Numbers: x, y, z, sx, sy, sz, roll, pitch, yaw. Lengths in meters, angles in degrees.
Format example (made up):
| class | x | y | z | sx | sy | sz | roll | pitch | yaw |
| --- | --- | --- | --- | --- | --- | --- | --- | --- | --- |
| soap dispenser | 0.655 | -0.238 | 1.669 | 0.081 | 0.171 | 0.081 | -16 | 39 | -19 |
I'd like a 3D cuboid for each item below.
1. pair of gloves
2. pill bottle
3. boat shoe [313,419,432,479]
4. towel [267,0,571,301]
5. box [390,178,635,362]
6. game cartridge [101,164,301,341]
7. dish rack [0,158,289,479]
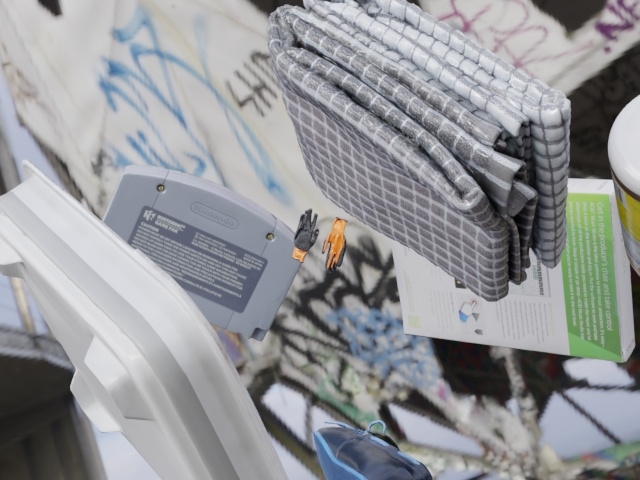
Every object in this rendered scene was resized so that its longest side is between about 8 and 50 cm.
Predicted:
| class | x | y | z | sx | sy | sz | roll | pitch | yaw |
| --- | --- | --- | --- | --- | --- | --- | --- | --- | --- |
| pair of gloves | 0.000 | 0.000 | 1.397 | 0.083 | 0.074 | 0.010 | 19 | 11 | 35 |
| pill bottle | 0.317 | -0.030 | 0.917 | 0.117 | 0.117 | 0.215 | -22 | -36 | 8 |
| boat shoe | 0.063 | 0.282 | 1.296 | 0.089 | 0.109 | 0.258 | -21 | 14 | -15 |
| towel | 0.084 | -0.082 | 0.961 | 0.121 | 0.283 | 0.235 | -44 | -28 | -15 |
| box | 0.244 | 0.030 | 1.402 | 0.322 | 0.232 | 0.058 | 6 | 26 | 35 |
| game cartridge | -0.181 | 0.012 | 1.593 | 0.198 | 0.297 | 0.062 | -63 | 9 | 14 |
| dish rack | -0.144 | 0.104 | 0.814 | 0.072 | 0.333 | 0.285 | -35 | -52 | -18 |
